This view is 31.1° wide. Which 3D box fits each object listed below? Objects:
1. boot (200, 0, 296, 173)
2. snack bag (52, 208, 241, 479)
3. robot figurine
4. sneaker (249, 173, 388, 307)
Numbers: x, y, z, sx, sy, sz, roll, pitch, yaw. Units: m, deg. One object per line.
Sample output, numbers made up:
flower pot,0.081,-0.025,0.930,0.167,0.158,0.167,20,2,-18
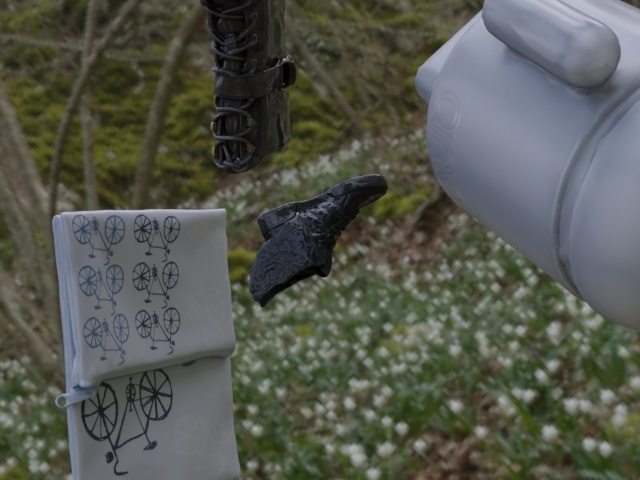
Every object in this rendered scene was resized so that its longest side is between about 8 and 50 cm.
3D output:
boot,-0.068,-0.168,0.959,0.263,0.091,0.229,-29,-58,-67
snack bag,-0.176,0.135,1.258,0.037,0.343,0.323,-4,-1,25
robot figurine,0.215,-0.063,0.841,0.200,0.353,0.300,-46,-51,0
sneaker,0.000,-0.001,1.193,0.170,0.089,0.051,-20,-17,2
